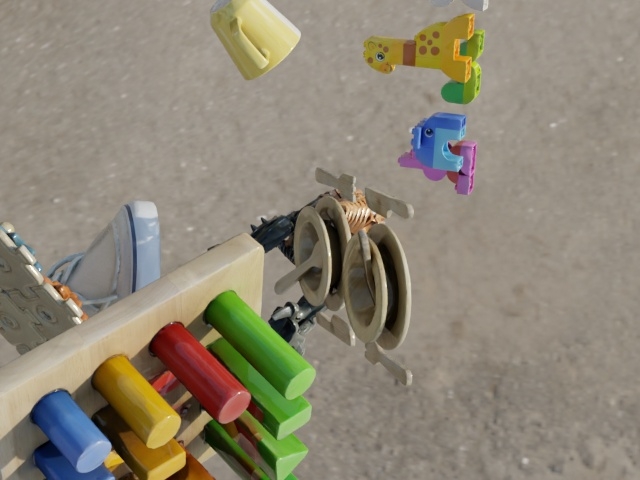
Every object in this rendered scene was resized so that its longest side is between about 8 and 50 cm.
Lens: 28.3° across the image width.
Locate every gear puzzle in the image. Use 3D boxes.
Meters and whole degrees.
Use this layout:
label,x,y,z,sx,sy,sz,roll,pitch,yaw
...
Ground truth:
label,x,y,z,sx,sy,sz,roll,pitch,yaw
gear puzzle,-0.292,0.108,1.456,0.339,0.175,0.044,53,50,-24

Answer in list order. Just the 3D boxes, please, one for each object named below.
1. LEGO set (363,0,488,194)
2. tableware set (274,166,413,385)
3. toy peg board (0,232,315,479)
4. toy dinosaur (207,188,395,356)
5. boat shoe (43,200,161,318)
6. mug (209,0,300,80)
label,x,y,z,sx,sy,sz,roll,pitch,yaw
LEGO set,0.090,-0.147,1.123,0.087,0.093,0.227,-45,141,-63
tableware set,0.013,0.021,0.904,0.039,0.194,0.128,-4,102,-18
toy peg board,-0.077,0.106,0.648,0.161,0.079,0.161,-31,146,-30
toy dinosaur,0.000,0.000,1.479,0.218,0.322,0.164,-36,62,-10
boat shoe,-0.304,0.085,1.591,0.157,0.367,0.135,2,52,-22
mug,-0.056,-0.178,1.060,0.062,0.078,0.064,-47,114,-14
